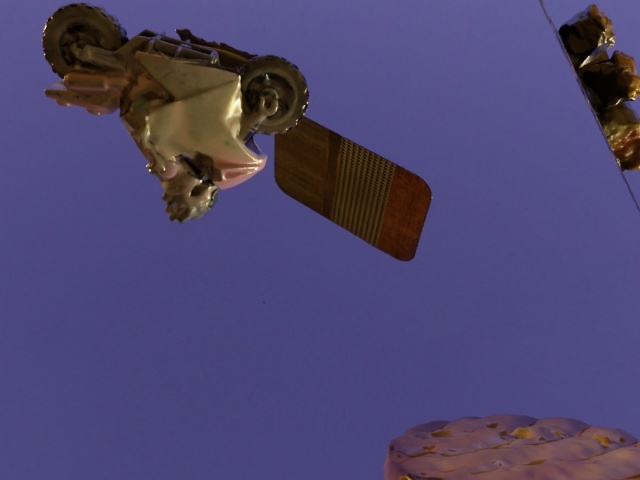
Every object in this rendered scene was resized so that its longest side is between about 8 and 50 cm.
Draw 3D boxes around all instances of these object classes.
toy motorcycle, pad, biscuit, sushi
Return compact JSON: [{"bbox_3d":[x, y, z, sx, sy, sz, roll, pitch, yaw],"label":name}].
[{"bbox_3d":[-0.149,-0.104,0.573,0.239,0.108,0.204,21,-61,5],"label":"toy motorcycle"},{"bbox_3d":[0.013,-0.009,0.852,0.250,0.055,0.323,30,-55,19],"label":"pad"},{"bbox_3d":[0.207,0.242,0.561,0.296,0.296,0.102,-1,-92,1],"label":"biscuit"},{"bbox_3d":[0.232,-0.126,0.470,0.040,0.192,0.210,-25,-97,26],"label":"sushi"}]
